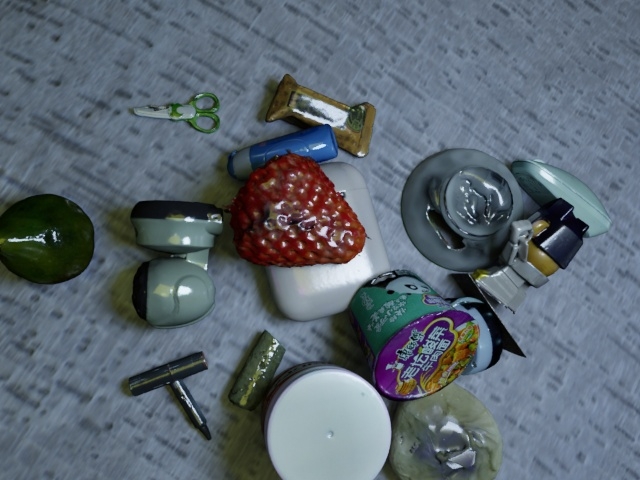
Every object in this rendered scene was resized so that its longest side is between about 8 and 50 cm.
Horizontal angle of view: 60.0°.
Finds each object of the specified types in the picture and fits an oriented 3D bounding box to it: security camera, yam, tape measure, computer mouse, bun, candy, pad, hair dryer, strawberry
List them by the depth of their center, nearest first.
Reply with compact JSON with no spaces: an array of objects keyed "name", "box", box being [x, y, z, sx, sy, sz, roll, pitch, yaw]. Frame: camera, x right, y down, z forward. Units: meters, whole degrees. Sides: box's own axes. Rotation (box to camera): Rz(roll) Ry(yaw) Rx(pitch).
[{"name":"strawberry","box":[-0.065,-0.036,1.148,0.253,0.150,0.280,-38,84,1]},{"name":"security camera","box":[-0.322,0.055,1.225,0.191,0.197,0.277,1,90,-21]},{"name":"hair dryer","box":[-0.318,0.369,1.245,0.173,0.050,0.195,-18,88,-8]},{"name":"bun","box":[0.289,0.459,1.265,0.272,0.168,0.273,1,76,-3]},{"name":"yam","box":[-0.141,0.298,1.266,0.078,0.078,0.179,29,76,-4]},{"name":"tape measure","box":[0.334,0.221,1.298,0.107,0.181,0.182,-11,82,-24]},{"name":"pad","box":[0.398,0.174,1.326,0.003,0.158,0.235,-34,88,-3]},{"name":"candy","box":[0.011,-0.311,1.371,0.271,0.101,0.143,19,88,-12]},{"name":"computer mouse","box":[0.614,-0.121,1.399,0.288,0.159,0.097,44,93,-6]}]

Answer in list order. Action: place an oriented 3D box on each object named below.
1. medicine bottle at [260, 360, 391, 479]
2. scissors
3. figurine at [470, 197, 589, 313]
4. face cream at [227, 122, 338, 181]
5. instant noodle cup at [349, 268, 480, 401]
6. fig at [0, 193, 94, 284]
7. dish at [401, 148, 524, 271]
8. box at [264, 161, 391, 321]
[{"name":"medicine bottle","box":[0.002,0.392,1.189,0.252,0.241,0.253,1,82,-10]},{"name":"scissors","box":[-0.348,-0.310,1.348,0.204,0.027,0.101,-2,79,-11]},{"name":"figurine","box":[0.503,0.034,1.311,0.308,0.308,0.143,-36,69,-12]},{"name":"face cream","box":[-0.094,-0.201,1.301,0.263,0.149,0.083,-14,104,10]},{"name":"instant noodle cup","box":[0.187,0.192,1.205,0.251,0.190,0.251,-12,126,-17]},{"name":"fig","box":[-0.589,0.000,1.159,0.195,0.245,0.195,0,91,5]},{"name":"dish","box":[0.373,-0.089,1.379,0.324,0.124,0.324,1,81,-9]},{"name":"box","box":[0.000,0.000,1.298,0.288,0.141,0.349,-15,84,-9]}]
